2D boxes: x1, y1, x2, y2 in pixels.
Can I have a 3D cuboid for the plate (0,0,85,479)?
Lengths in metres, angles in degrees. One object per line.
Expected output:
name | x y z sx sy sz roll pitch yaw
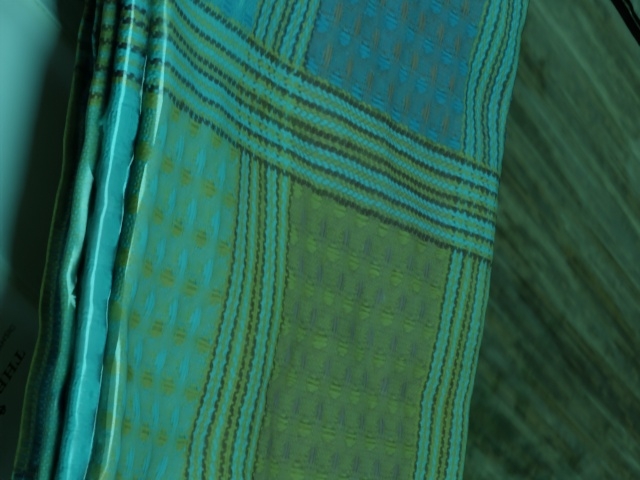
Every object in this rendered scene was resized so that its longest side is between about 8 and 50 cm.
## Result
plate | -0.117 0.043 0.553 0.277 0.045 0.278 -59 138 -21

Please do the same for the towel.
towel | 0.000 0.000 0.627 0.271 0.040 0.370 21 75 -59
